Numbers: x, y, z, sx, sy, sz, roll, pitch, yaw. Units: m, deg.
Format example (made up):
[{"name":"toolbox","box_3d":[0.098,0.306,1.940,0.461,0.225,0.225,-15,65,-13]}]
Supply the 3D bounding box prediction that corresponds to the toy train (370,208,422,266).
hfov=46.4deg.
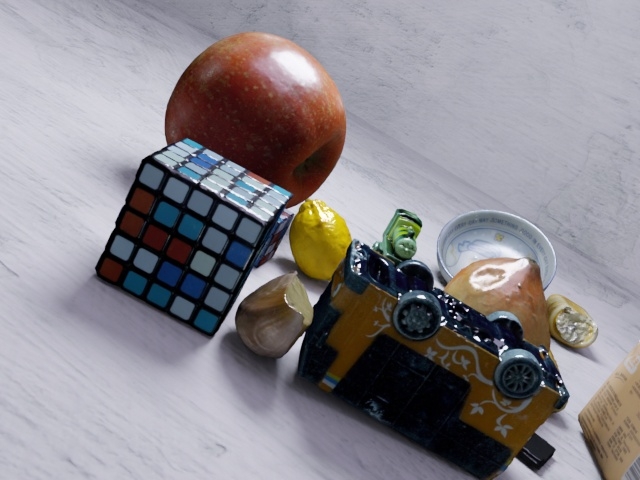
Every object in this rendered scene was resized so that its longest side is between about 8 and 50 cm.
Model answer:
[{"name":"toy train","box_3d":[0.155,0.017,1.519,0.083,0.132,0.200,25,15,-6]}]

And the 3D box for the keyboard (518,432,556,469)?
[{"name":"keyboard","box_3d":[0.226,0.243,1.176,0.309,0.018,0.101,37,18,25]}]

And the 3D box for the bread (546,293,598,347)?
[{"name":"bread","box_3d":[0.586,0.190,1.767,0.119,0.084,0.177,30,17,1]}]

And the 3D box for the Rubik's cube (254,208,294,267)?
[{"name":"Rubik's cube","box_3d":[-0.113,-0.022,1.284,0.092,0.092,0.092,30,17,6]}]

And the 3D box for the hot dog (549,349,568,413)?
[{"name":"hot dog","box_3d":[0.393,0.227,1.404,0.083,0.068,0.289,3,24,-2]}]

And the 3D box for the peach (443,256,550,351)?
[{"name":"peach","box_3d":[0.304,0.129,1.276,0.232,0.233,0.232,26,17,-9]}]

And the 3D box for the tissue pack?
[{"name":"tissue pack","box_3d":[0.568,0.326,1.140,0.238,0.239,0.305,27,16,-3]}]

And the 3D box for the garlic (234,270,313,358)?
[{"name":"garlic","box_3d":[-0.061,0.101,0.999,0.087,0.101,0.195,51,6,-6]}]

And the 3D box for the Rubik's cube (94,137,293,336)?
[{"name":"Rubik's cube","box_3d":[-0.168,-0.012,1.023,0.187,0.182,0.184,29,18,0]}]

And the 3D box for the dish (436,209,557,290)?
[{"name":"dish","box_3d":[0.400,0.069,1.747,0.273,0.134,0.273,0,48,0]}]

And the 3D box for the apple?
[{"name":"apple","box_3d":[-0.115,-0.213,1.414,0.277,0.349,0.348,41,20,16]}]

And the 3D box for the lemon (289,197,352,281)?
[{"name":"lemon","box_3d":[0.000,0.000,1.326,0.114,0.114,0.155,-46,118,-72]}]

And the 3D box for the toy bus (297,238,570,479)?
[{"name":"toy bus","box_3d":[0.139,0.156,1.001,0.323,0.194,0.162,30,18,-6]}]
